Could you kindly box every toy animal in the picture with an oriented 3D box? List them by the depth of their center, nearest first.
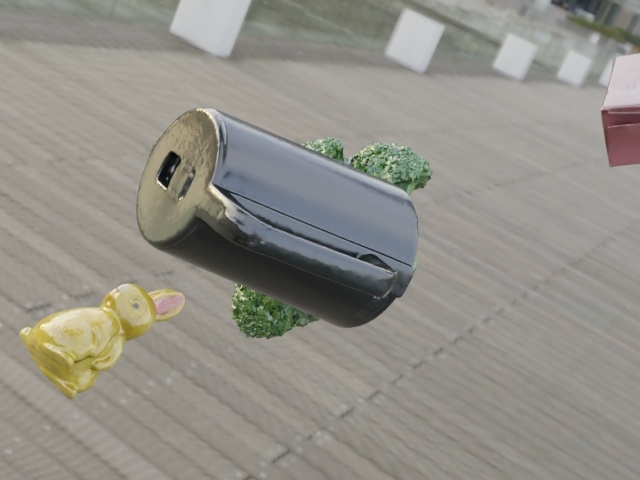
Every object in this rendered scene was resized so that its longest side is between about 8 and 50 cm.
[{"bbox_3d":[-0.203,0.077,0.993,0.159,0.070,0.083,-32,55,-33],"label":"toy animal"}]

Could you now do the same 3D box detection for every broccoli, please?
[{"bbox_3d":[0.000,0.004,1.711,0.310,0.413,0.321,51,-20,-18],"label":"broccoli"}]

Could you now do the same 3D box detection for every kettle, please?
[{"bbox_3d":[-0.048,-0.005,1.243,0.308,0.203,0.262,22,38,-37],"label":"kettle"}]

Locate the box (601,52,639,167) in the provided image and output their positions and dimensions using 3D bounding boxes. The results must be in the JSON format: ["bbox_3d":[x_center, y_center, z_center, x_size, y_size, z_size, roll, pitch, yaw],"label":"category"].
[{"bbox_3d":[0.310,-0.122,0.900,0.111,0.060,0.156,-3,25,25],"label":"box"}]
